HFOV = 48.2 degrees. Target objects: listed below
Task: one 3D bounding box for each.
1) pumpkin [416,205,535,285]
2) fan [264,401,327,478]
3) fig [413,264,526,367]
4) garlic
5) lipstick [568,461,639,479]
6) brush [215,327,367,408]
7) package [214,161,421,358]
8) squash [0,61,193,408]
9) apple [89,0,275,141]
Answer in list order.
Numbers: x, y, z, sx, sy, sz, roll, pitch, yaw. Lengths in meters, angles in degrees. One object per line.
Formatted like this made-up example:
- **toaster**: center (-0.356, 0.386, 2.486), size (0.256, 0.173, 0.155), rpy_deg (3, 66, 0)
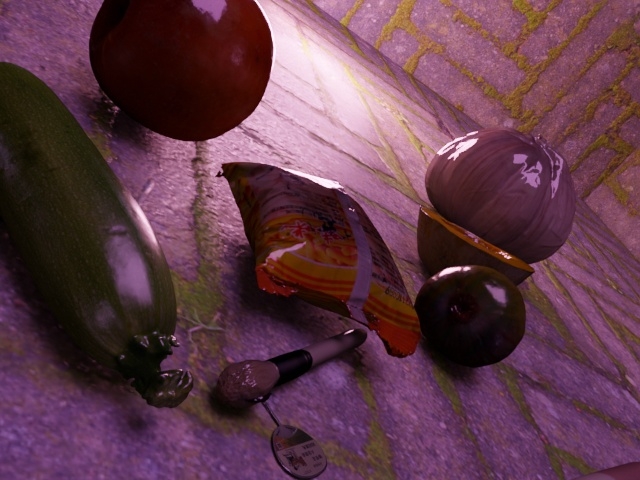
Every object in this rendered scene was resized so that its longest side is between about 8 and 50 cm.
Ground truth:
- **pumpkin**: center (0.240, 0.034, 1.206), size (0.217, 0.110, 0.217), rpy_deg (25, 17, -8)
- **fan**: center (-0.027, 0.174, 0.610), size (0.080, 0.003, 0.060), rpy_deg (40, 21, -2)
- **fig**: center (0.216, 0.114, 1.018), size (0.149, 0.149, 0.245), rpy_deg (48, 4, 20)
- **garlic**: center (0.385, -0.103, 1.485), size (0.317, 0.259, 0.317), rpy_deg (38, 18, -15)
- **lipstick**: center (0.349, 0.313, 0.863), size (0.254, 0.070, 0.070), rpy_deg (13, 34, -49)
- **brush**: center (-0.009, 0.117, 0.709), size (0.299, 0.042, 0.039), rpy_deg (-4, 75, -63)
- **package**: center (-0.005, -0.002, 0.834), size (0.223, 0.108, 0.288), rpy_deg (21, 22, -31)
- **squash**: center (-0.205, -0.024, 0.582), size (0.101, 0.101, 0.378), rpy_deg (8, 39, -54)
- **apple**: center (-0.172, -0.238, 0.891), size (0.201, 0.218, 0.218), rpy_deg (31, 22, -42)
